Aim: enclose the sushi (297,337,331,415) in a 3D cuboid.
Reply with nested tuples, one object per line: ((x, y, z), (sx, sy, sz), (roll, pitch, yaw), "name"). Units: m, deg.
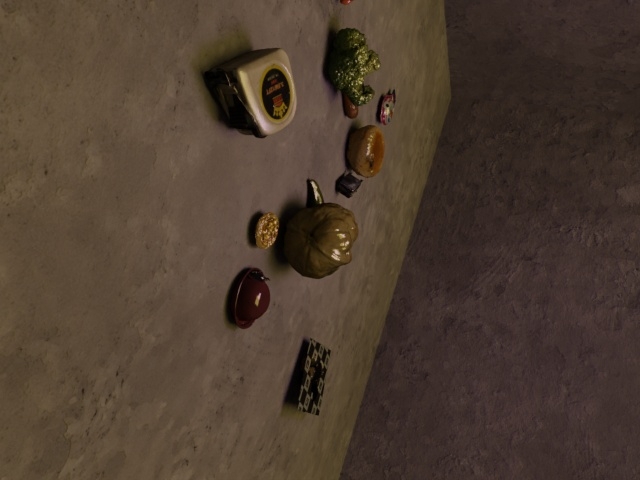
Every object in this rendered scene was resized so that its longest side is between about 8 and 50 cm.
((-0.055, 0.635, 2.325), (0.339, 0.068, 0.320), (51, 46, -63), "sushi")

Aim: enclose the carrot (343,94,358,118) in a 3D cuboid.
((0.123, -0.591, 2.091), (0.060, 0.060, 0.186), (-62, 151, -34), "carrot")

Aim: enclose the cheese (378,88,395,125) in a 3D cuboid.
((0.352, -0.690, 2.588), (0.155, 0.062, 0.244), (77, 32, -43), "cheese")

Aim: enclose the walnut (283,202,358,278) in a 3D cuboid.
((0.001, -0.002, 1.843), (0.277, 0.253, 0.282), (-20, 119, -73), "walnut")

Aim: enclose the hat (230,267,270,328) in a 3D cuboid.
((-0.218, 0.193, 1.641), (0.205, 0.089, 0.205), (11, 90, -68), "hat")

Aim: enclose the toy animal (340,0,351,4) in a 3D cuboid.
((0.117, -0.972, 1.738), (0.195, 0.169, 0.281), (-32, 140, -12), "toy animal")

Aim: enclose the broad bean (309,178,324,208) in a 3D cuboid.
((-0.011, -0.096, 2.024), (0.077, 0.061, 0.339), (-64, 156, -47), "broad bean")

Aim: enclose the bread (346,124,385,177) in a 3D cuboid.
((0.203, -0.407, 2.287), (0.244, 0.134, 0.244), (-40, 137, -52), "bread")

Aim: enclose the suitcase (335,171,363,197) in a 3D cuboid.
((0.128, -0.248, 2.244), (0.126, 0.086, 0.059), (-48, 170, -51), "suitcase")

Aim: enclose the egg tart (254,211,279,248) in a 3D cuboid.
((-0.187, -0.035, 1.650), (0.129, 0.049, 0.129), (-39, 138, -48), "egg tart")

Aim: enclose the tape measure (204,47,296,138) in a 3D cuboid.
((-0.185, -0.383, 1.367), (0.271, 0.133, 0.231), (-48, 137, -48), "tape measure")

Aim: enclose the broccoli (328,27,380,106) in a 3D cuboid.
((0.161, -0.655, 1.929), (0.302, 0.186, 0.254), (7, 84, -51), "broccoli")
